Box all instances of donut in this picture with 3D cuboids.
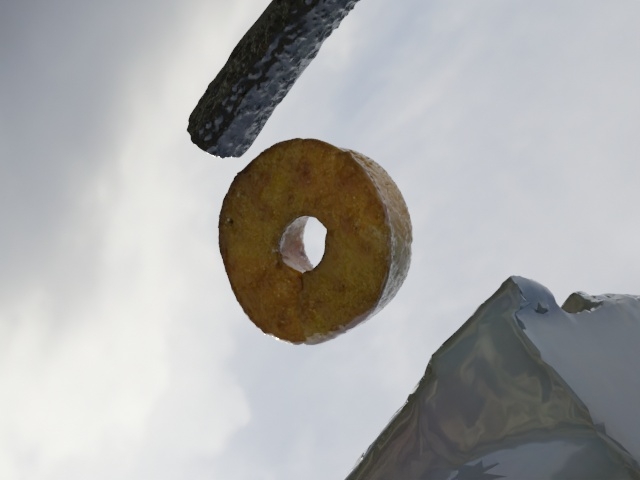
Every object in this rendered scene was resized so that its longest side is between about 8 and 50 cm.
[{"bbox_3d":[0.000,0.000,1.900,0.303,0.303,0.110,-34,166,36],"label":"donut"}]

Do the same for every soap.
[{"bbox_3d":[0.124,0.229,0.771,0.213,0.350,0.435,50,-58,24],"label":"soap"}]

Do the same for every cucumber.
[{"bbox_3d":[-0.033,-0.185,1.285,0.300,0.072,0.072,-48,-159,37],"label":"cucumber"}]
